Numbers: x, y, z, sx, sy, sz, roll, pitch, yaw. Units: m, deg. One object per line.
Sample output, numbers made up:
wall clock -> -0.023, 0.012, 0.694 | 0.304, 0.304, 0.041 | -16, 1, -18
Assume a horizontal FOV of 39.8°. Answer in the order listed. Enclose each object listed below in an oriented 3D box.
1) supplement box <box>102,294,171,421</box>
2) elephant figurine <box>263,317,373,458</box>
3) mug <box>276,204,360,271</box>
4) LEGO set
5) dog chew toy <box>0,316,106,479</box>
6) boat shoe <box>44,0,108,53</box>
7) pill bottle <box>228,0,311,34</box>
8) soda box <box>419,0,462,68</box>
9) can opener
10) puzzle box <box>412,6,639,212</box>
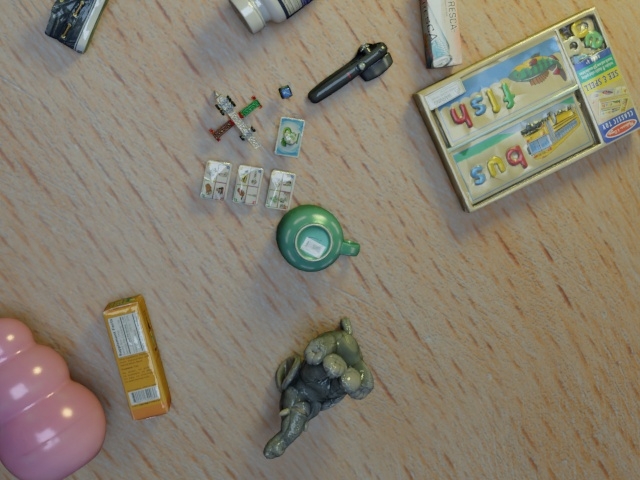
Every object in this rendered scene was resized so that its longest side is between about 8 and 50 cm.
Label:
supplement box -> -0.360, 0.231, 1.742 | 0.080, 0.078, 0.233 | -12, 99, -3
elephant figurine -> -0.024, 0.296, 1.769 | 0.239, 0.186, 0.169 | -46, 66, 26
mug -> -0.007, -0.007, 1.745 | 0.157, 0.097, 0.129 | -18, 100, -5
LEGO set -> -0.130, -0.193, 1.737 | 0.182, 0.060, 0.244 | 7, 105, -15
dog chew toy -> -0.553, 0.291, 1.670 | 0.206, 0.206, 0.332 | -31, 93, -2
boat shoe -> -0.441, -0.445, 1.633 | 0.083, 0.065, 0.183 | 24, 95, -12
pill bottle -> -0.076, -0.475, 1.658 | 0.186, 0.112, 0.112 | -36, 102, -1
soda box -> 0.234, -0.433, 1.735 | 0.063, 0.058, 0.183 | -9, 99, -7
can opener -> 0.055, -0.325, 1.725 | 0.186, 0.059, 0.073 | -33, 102, -3
puzzle box -> 0.421, -0.261, 1.791 | 0.409, 0.052, 0.272 | -27, 102, -3
